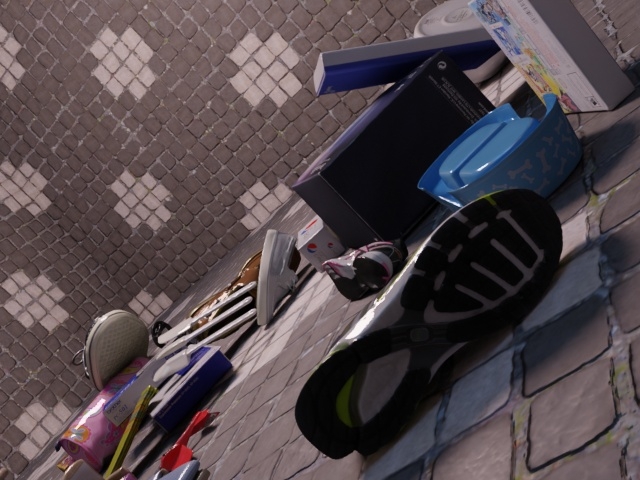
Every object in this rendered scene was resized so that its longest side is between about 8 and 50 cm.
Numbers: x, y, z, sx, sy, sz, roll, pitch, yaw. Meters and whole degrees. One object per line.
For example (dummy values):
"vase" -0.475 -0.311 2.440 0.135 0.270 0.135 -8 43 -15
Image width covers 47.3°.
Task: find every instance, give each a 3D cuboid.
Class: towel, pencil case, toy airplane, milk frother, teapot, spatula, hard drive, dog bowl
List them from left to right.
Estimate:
"pencil case" -0.471 0.400 1.684 0.124 0.124 0.284 -36 13 46
"towel" -0.358 0.383 1.332 0.102 0.021 0.237 -44 23 62
"milk frother" -0.389 0.274 1.827 0.135 0.143 0.129 -42 13 19
"toy airplane" -0.215 0.320 1.150 0.151 0.028 0.151 -44 7 7
"spatula" -0.224 0.175 1.436 0.242 0.019 0.168 -31 21 6
"hard drive" 0.153 -0.325 1.330 0.319 0.040 0.210 -10 2 -4
"teapot" 0.351 -0.451 1.737 0.256 0.187 0.252 -28 35 -4
"dog bowl" 0.226 -0.097 0.932 0.166 0.074 0.297 -45 9 -1

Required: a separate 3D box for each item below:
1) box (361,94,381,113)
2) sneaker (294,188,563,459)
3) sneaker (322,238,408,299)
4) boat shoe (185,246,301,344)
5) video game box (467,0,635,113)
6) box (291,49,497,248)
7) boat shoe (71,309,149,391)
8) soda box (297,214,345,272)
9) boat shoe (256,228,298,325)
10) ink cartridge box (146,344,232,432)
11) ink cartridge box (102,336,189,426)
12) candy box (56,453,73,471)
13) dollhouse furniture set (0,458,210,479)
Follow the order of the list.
"box" 0.111 -0.227 1.848 0.232 0.059 0.183 -48 -28 -18
"sneaker" 0.093 0.064 0.677 0.300 0.111 0.121 -42 4 1
"sneaker" 0.073 0.038 1.079 0.077 0.072 0.178 -35 12 -26
"boat shoe" -0.147 0.118 1.583 0.307 0.110 0.104 -44 21 -19
"video game box" 0.291 -0.255 0.946 0.048 0.205 0.187 -41 9 0
"box" 0.125 -0.145 1.291 0.294 0.183 0.296 -47 8 -8
"boat shoe" -0.531 0.288 1.857 0.186 0.156 0.500 -51 -10 -22
"soda box" 0.000 0.000 1.557 0.074 0.069 0.216 -43 9 6
"boat shoe" -0.086 0.074 1.507 0.079 0.081 0.227 101 176 -53
"ink cartridge box" -0.277 0.291 1.471 0.175 0.069 0.371 -46 6 -18
"ink cartridge box" -0.358 0.287 1.512 0.207 0.046 0.097 -45 8 -13
"candy box" -0.593 0.538 1.820 0.109 0.053 0.187 -50 8 -28
"dollhouse furniture set" -0.278 0.314 0.901 0.303 0.198 0.286 -39 10 29
